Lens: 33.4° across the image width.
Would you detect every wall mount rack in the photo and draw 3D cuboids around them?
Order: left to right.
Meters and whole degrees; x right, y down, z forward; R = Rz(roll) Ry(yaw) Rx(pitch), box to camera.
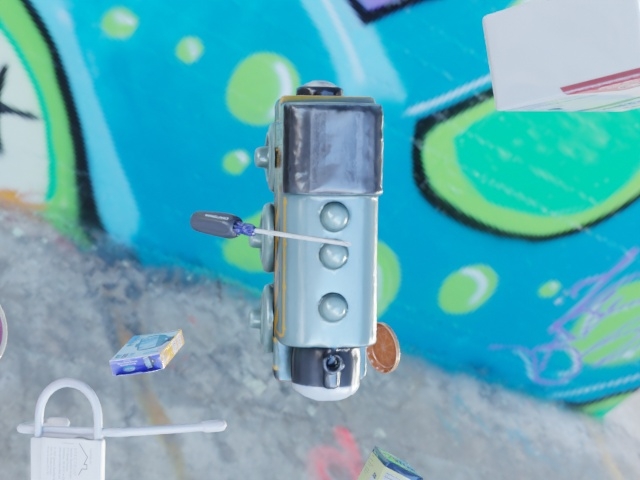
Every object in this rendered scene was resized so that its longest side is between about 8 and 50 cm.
[{"bbox_3d":[-0.302,0.376,1.579,0.130,0.304,0.350,7,82,-71],"label":"wall mount rack"}]

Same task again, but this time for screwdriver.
[{"bbox_3d":[-0.048,-0.007,0.945,0.169,0.024,0.025,11,20,35],"label":"screwdriver"}]

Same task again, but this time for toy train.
[{"bbox_3d":[0.000,0.000,1.096,0.142,0.334,0.190,2,3,-7],"label":"toy train"}]

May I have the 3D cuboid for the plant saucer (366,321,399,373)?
[{"bbox_3d":[0.101,0.172,1.719,0.013,0.083,0.083,-8,55,-35],"label":"plant saucer"}]

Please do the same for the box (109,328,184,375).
[{"bbox_3d":[-0.263,0.170,1.613,0.136,0.081,0.028,-55,135,-76],"label":"box"}]

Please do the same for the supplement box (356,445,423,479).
[{"bbox_3d":[0.085,0.332,1.425,0.056,0.083,0.083,29,-2,-10],"label":"supplement box"}]

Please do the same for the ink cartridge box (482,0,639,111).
[{"bbox_3d":[0.349,-0.218,1.215,0.272,0.197,0.114,-8,89,-44],"label":"ink cartridge box"}]

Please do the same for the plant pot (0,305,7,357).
[{"bbox_3d":[-0.524,0.133,1.416,0.201,0.180,0.201,29,53,-48],"label":"plant pot"}]
